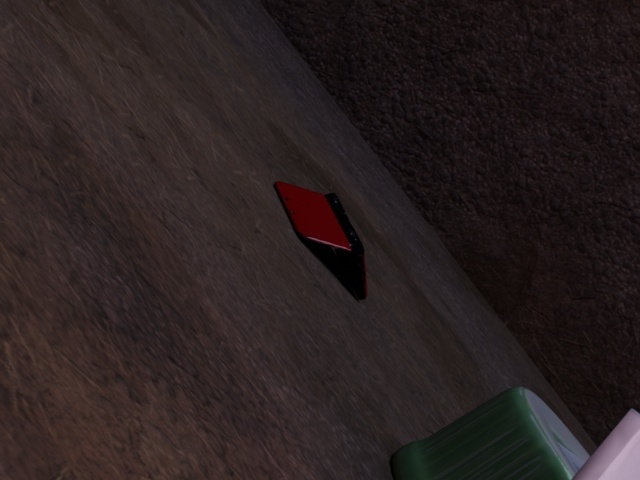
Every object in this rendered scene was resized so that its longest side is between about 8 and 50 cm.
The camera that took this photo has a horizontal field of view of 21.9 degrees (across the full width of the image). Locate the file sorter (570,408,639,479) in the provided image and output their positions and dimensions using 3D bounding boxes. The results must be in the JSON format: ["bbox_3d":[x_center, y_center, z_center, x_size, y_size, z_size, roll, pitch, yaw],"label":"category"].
[{"bbox_3d":[0.273,0.305,1.335,0.173,0.193,0.278,37,-12,31],"label":"file sorter"}]

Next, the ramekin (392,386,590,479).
[{"bbox_3d":[0.220,0.290,1.637,0.303,0.148,0.303,51,8,-10],"label":"ramekin"}]

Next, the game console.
[{"bbox_3d":[0.000,0.000,2.136,0.144,0.085,0.124,-115,-164,-54],"label":"game console"}]
